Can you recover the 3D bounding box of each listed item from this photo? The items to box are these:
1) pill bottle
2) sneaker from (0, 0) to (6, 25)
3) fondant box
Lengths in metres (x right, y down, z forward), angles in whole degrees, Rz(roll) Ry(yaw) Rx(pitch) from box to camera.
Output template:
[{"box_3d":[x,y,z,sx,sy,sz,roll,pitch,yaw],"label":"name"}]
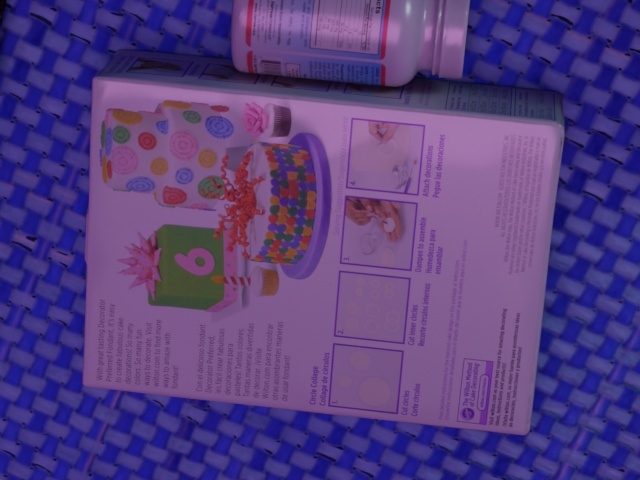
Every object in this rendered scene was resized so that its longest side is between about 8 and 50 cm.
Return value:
[{"box_3d":[0.022,-0.152,1.299,0.160,0.087,0.087,6,111,3],"label":"pill bottle"},{"box_3d":[-0.247,-0.192,1.325,0.071,0.066,0.188,-9,110,8],"label":"sneaker"},{"box_3d":[0.000,0.000,1.354,0.330,0.096,0.238,6,111,3],"label":"fondant box"}]
